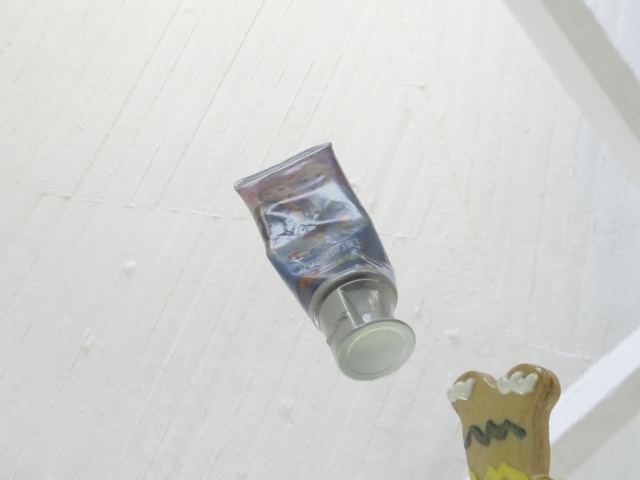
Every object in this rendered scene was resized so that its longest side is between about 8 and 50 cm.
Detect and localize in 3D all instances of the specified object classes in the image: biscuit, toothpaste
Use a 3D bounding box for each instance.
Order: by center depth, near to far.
[{"bbox_3d":[0.000,0.000,0.693,0.096,0.266,0.061,-23,-52,-3],"label":"toothpaste"},{"bbox_3d":[0.178,0.236,0.841,0.035,0.158,0.240,9,-113,-29],"label":"biscuit"}]
